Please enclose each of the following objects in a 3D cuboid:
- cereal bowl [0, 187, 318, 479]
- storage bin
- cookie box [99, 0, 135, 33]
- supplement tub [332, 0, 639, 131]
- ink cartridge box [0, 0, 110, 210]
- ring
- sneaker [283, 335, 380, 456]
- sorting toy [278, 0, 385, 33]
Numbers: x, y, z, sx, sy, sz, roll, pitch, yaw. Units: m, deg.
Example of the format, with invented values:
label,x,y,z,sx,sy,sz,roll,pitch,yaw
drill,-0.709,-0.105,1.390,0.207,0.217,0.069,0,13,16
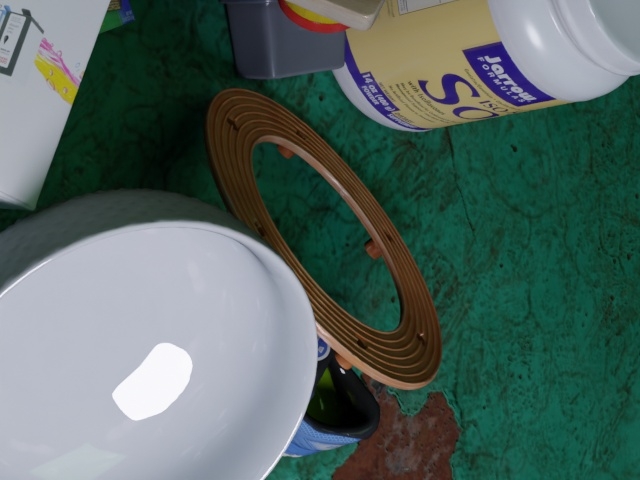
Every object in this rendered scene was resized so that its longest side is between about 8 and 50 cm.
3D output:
label,x,y,z,sx,sy,sz,roll,pitch,yaw
cereal bowl,-0.181,0.100,1.303,0.339,0.141,0.339,-16,126,-23
storage bin,-0.026,-0.210,1.584,0.135,0.098,0.091,-16,107,-44
cookie box,-0.226,-0.231,1.421,0.092,0.040,0.107,-29,104,-40
supplement tub,0.187,-0.247,1.622,0.241,0.331,0.241,7,80,-43
ink cartridge box,-0.289,-0.159,1.240,0.168,0.171,0.233,27,75,-36
ring,0.000,0.000,1.509,0.336,0.032,0.336,43,23,-23
sneaker,-0.058,0.081,1.473,0.330,0.147,0.130,44,57,-31
sorting toy,-0.032,-0.320,1.509,0.257,0.089,0.255,23,59,4
